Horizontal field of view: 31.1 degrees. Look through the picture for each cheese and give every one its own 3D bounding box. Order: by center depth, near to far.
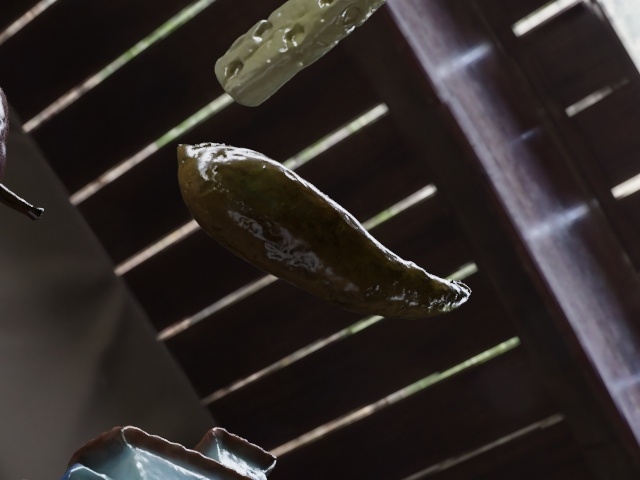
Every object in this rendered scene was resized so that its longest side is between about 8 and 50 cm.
[{"bbox_3d":[-0.007,-0.185,0.965,0.043,0.194,0.065,37,24,-44],"label":"cheese"}]

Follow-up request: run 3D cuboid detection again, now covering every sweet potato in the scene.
[{"bbox_3d":[0.001,0.005,1.427,0.423,0.130,0.130,28,34,-11],"label":"sweet potato"}]

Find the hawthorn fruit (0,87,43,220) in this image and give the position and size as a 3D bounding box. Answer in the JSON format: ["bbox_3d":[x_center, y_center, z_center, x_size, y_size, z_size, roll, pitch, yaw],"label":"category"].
[{"bbox_3d":[-0.364,-0.087,1.009,0.266,0.210,0.230,40,2,-33],"label":"hawthorn fruit"}]

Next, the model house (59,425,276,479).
[{"bbox_3d":[-0.135,0.290,0.988,0.295,0.251,0.329,30,14,-23],"label":"model house"}]
